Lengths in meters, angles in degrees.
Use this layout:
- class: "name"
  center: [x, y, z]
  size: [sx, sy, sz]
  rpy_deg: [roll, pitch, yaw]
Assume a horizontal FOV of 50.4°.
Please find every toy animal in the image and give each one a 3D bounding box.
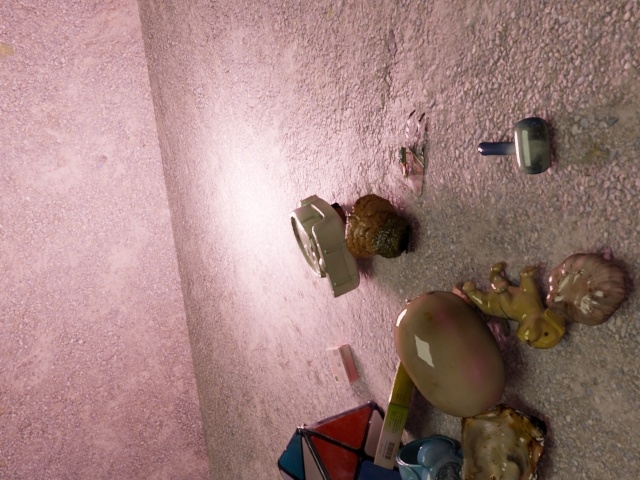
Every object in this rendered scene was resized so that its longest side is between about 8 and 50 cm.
- class: "toy animal"
  center: [0.428, 0.145, 1.507]
  size: [0.233, 0.121, 0.169]
  rpy_deg: [24, 141, 59]

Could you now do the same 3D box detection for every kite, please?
- class: "kite"
  center: [0.233, -0.227, 1.755]
  size: [0.127, 0.016, 0.229]
  rpy_deg: [40, 135, 40]

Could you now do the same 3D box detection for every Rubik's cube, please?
- class: "Rubik's cube"
  center: [0.075, 0.733, 2.152]
  size: [0.307, 0.305, 0.310]
  rpy_deg: [57, 145, 28]

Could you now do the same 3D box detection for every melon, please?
- class: "melon"
  center: [0.304, 0.263, 1.610]
  size: [0.317, 0.223, 0.223]
  rpy_deg: [58, 147, 6]

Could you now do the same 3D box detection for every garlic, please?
- class: "garlic"
  center: [0.525, 0.096, 1.341]
  size: [0.159, 0.102, 0.147]
  rpy_deg: [-31, 63, 47]

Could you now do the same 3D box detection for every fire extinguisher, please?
- class: "fire extinguisher"
  center: [0.076, -0.032, 2.064]
  size: [0.177, 0.050, 0.062]
  rpy_deg: [61, 166, 23]

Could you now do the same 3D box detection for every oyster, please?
- class: "oyster"
  center: [0.456, 0.557, 1.664]
  size: [0.221, 0.096, 0.361]
  rpy_deg: [16, 117, 50]

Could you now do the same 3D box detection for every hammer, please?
- class: "hammer"
  center: [0.404, -0.199, 1.445]
  size: [0.194, 0.069, 0.116]
  rpy_deg: [12, 114, 62]

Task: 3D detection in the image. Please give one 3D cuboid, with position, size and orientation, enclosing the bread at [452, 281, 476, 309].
- class: "bread"
  center: [0.358, 0.152, 1.701]
  size: [0.083, 0.035, 0.070]
  rpy_deg: [45, 138, 50]

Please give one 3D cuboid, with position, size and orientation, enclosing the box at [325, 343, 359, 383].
- class: "box"
  center: [0.072, 0.412, 2.269]
  size: [0.089, 0.043, 0.125]
  rpy_deg: [-20, 86, 59]

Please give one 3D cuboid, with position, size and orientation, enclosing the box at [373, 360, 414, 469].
- class: "box"
  center: [0.216, 0.502, 1.953]
  size: [0.062, 0.175, 0.261]
  rpy_deg: [15, 124, 9]

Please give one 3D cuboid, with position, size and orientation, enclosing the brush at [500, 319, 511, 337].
- class: "brush"
  center: [0.434, 0.187, 1.613]
  size: [0.016, 0.013, 0.084]
  rpy_deg: [-34, 67, 53]

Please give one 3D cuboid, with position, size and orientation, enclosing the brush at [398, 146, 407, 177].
- class: "brush"
  center: [0.214, -0.201, 1.770]
  size: [0.018, 0.021, 0.083]
  rpy_deg: [20, 124, 52]

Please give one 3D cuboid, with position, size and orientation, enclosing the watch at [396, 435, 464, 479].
- class: "watch"
  center: [0.313, 0.614, 1.854]
  size: [0.193, 0.211, 0.211]
  rpy_deg: [-172, 70, -69]

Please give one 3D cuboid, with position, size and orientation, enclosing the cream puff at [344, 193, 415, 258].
- class: "cream puff"
  center: [0.174, -0.021, 1.830]
  size: [0.169, 0.183, 0.183]
  rpy_deg: [20, 122, 27]

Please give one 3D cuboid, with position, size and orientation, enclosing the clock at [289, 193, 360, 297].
- class: "clock"
  center: [0.000, 0.000, 2.073]
  size: [0.324, 0.108, 0.265]
  rpy_deg: [48, 160, 55]
